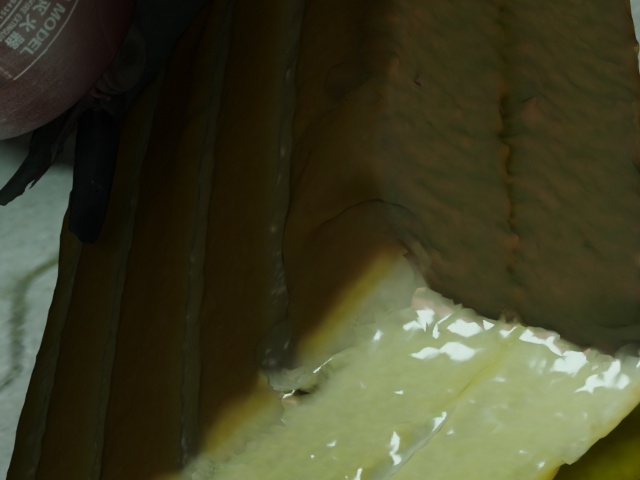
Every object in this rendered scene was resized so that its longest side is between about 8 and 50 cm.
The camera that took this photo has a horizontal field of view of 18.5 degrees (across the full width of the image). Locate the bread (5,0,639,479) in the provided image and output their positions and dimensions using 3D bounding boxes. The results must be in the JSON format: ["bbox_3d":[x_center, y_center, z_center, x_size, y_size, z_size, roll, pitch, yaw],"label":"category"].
[{"bbox_3d":[0.000,0.000,0.632,0.111,0.246,0.239,25,132,-21],"label":"bread"}]

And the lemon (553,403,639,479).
[{"bbox_3d":[0.132,0.175,0.934,0.285,0.285,0.316,-18,112,-13],"label":"lemon"}]

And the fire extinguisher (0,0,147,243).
[{"bbox_3d":[-0.131,-0.092,0.562,0.105,0.104,0.269,-36,145,12],"label":"fire extinguisher"}]
